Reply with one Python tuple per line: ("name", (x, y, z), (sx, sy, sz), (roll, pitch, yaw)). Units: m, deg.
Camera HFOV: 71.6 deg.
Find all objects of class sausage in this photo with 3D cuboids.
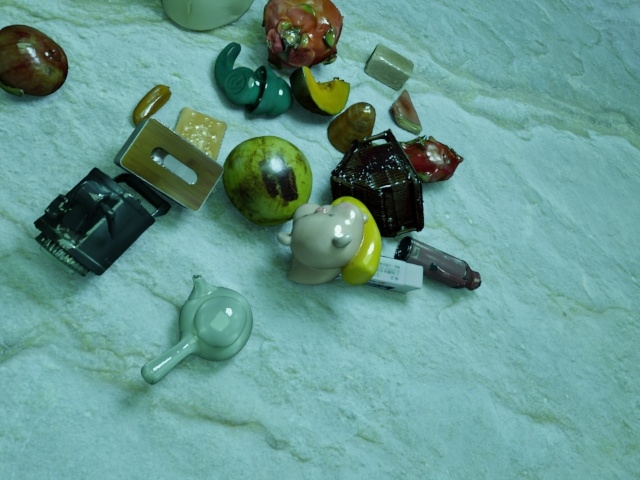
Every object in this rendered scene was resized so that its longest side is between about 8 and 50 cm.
("sausage", (-0.539, -0.436, 1.411), (0.062, 0.054, 0.183), (25, 64, 19))

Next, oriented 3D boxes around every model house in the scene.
("model house", (0.172, -0.163, 1.533), (0.282, 0.317, 0.297), (-21, 46, -5))

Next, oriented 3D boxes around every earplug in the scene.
("earplug", (-0.227, -0.538, 1.538), (0.280, 0.164, 0.257), (18, 29, -27))

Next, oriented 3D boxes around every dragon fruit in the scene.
("dragon fruit", (-0.079, -0.717, 1.570), (0.305, 0.305, 0.226), (20, 74, -14))
("dragon fruit", (0.393, -0.324, 1.681), (0.200, 0.198, 0.269), (-40, 76, -17))

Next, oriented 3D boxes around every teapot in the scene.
("teapot", (-0.312, 0.267, 1.205), (0.220, 0.149, 0.318), (28, 63, -9))

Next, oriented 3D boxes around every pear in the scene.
("pear", (-0.159, -0.179, 1.357), (0.283, 0.283, 0.284), (7, 70, -19))

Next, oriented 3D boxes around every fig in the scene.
("fig", (-0.833, -0.500, 1.254), (0.205, 0.205, 0.205), (7, 70, -19))

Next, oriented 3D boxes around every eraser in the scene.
("eraser", (0.184, 0.105, 1.470), (0.287, 0.130, 0.086), (14, 70, -18))

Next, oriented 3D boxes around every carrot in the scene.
("carrot", (0.126, -0.423, 1.581), (0.159, 0.225, 0.159), (5, 73, -15))

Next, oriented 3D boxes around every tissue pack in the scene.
("tissue pack", (-0.434, -0.214, 1.267), (0.246, 0.136, 0.159), (35, 79, -34))

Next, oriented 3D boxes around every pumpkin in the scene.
("pumpkin", (-0.032, -0.513, 1.582), (0.312, 0.169, 0.148), (-7, 96, -57))

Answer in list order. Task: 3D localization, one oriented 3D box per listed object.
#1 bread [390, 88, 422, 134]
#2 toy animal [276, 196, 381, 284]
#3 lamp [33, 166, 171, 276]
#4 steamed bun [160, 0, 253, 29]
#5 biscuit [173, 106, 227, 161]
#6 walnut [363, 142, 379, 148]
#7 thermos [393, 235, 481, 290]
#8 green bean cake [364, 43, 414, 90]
("bread", (0.331, -0.515, 1.775), (0.119, 0.067, 0.192), (-10, 77, -32))
("toy animal", (0.000, -0.020, 1.299), (0.246, 0.345, 0.278), (22, 70, -41))
("lamp", (-0.588, -0.041, 1.163), (0.205, 0.374, 0.272), (42, 92, -5))
("steamed bun", (-0.337, -0.957, 1.494), (0.290, 0.371, 0.456), (30, 67, -11))
("biscuit", (-0.405, -0.306, 1.431), (0.160, 0.030, 0.250), (19, 67, -15))
("walnut", (0.193, -0.320, 1.646), (0.092, 0.092, 0.092), (7, 70, -19))
("thermos", (0.436, 0.094, 1.569), (0.330, 0.136, 0.110), (23, 75, -13))
("green bean cake", (0.278, -0.699, 1.794), (0.179, 0.109, 0.085), (25, 66, -12))
